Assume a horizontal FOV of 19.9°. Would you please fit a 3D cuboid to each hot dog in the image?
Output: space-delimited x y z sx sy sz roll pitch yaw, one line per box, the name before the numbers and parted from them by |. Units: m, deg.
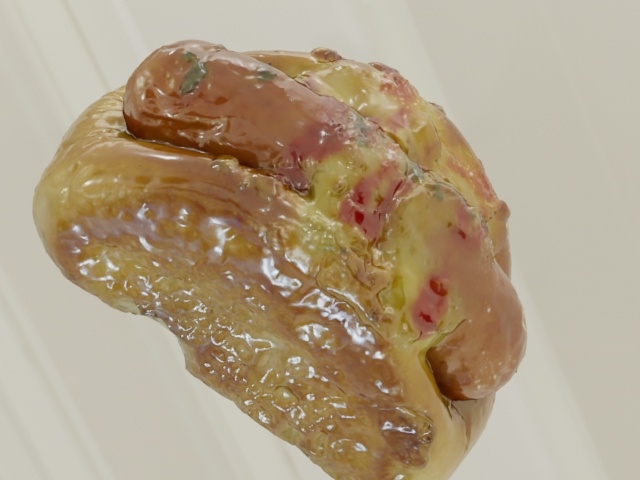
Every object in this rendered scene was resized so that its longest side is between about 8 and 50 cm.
hot dog | 0.000 0.000 0.878 0.153 0.257 0.150 -47 9 35
